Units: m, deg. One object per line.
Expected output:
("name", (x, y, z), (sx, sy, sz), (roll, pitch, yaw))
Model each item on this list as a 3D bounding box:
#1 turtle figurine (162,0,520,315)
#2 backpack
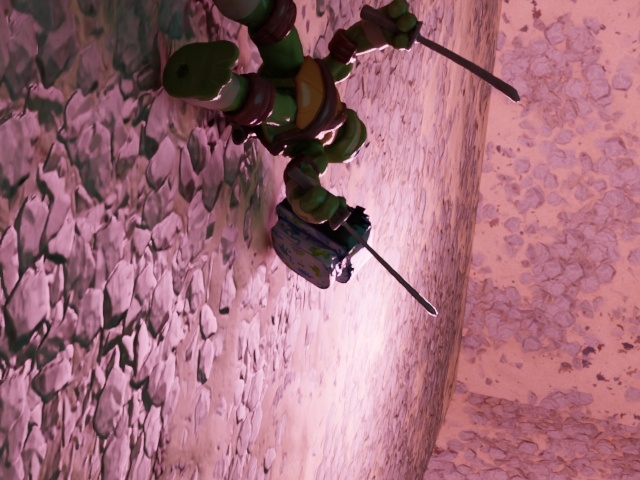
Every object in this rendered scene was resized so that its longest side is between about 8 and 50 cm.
("turtle figurine", (0.016, -0.122, 0.988), (0.198, 0.275, 0.266), (-50, 142, 7))
("backpack", (0.000, 0.000, 1.293), (0.084, 0.105, 0.114), (-51, 159, -15))
